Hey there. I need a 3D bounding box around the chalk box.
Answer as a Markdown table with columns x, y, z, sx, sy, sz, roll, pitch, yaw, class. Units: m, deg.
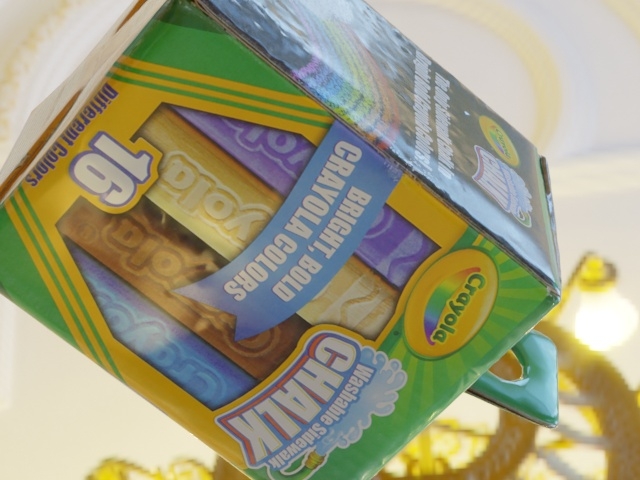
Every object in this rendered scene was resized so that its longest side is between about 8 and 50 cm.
| x | y | z | sx | sy | sz | roll | pitch | yaw | class |
| --- | --- | --- | --- | --- | --- | --- | --- | --- | --- |
| 0.000 | 0.000 | 0.873 | 0.289 | 0.179 | 0.180 | 40 | -158 | -13 | chalk box |
